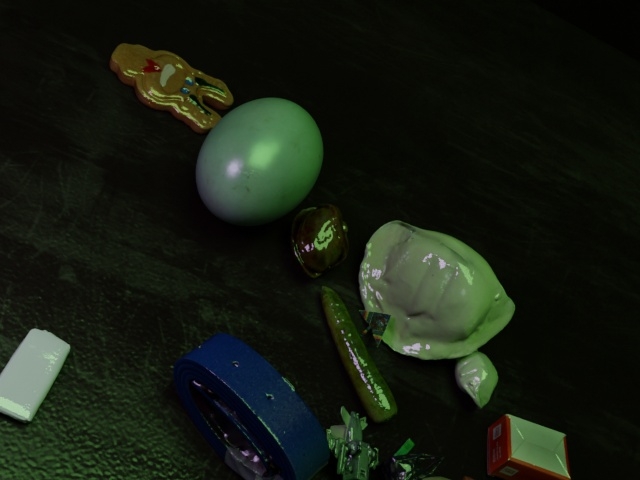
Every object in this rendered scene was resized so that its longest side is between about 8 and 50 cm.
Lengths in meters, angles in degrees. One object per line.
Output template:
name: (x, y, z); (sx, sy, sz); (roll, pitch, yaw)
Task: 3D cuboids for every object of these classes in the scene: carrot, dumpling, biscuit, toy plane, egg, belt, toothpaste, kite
carrot: (0.078, 0.258, 1.932); (0.074, 0.074, 0.358); (-9, 61, -35)
dumpling: (0.392, 0.342, 2.053); (0.134, 0.100, 0.169); (47, 12, -46)
biscuit: (-0.388, -0.409, 2.162); (0.334, 0.047, 0.202); (29, 48, -9)
toy plane: (0.071, 0.489, 1.748); (0.192, 0.088, 0.262); (32, 44, -45)
egg: (-0.142, -0.192, 1.989); (0.276, 0.276, 0.389); (37, 43, -1)
dumpling: (0.258, 0.129, 2.036); (0.395, 0.233, 0.315); (41, 78, 12)
belt: (-0.142, 0.348, 1.640); (0.347, 0.212, 0.117); (45, 46, 11)
toothpaste: (0.182, 0.480, 1.865); (0.020, 0.017, 0.083); (45, 47, 10)
kite: (0.132, 0.203, 2.010); (0.090, 0.004, 0.122); (-34, 48, 1)

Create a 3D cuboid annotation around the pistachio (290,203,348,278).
pistachio: (0.000, 0.000, 2.037); (0.165, 0.130, 0.210); (30, 56, -12)

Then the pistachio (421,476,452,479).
pistachio: (0.302, 0.641, 1.600); (0.365, 0.281, 0.445); (37, 12, -20)

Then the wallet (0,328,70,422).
wallet: (-0.556, 0.254, 1.586); (0.095, 0.033, 0.190); (28, 48, -12)

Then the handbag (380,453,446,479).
handbag: (0.206, 0.485, 1.785); (0.139, 0.115, 0.072); (-17, 72, -16)

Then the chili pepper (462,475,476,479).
chili pepper: (0.386, 0.603, 1.848); (0.192, 0.086, 0.084); (26, 19, 0)

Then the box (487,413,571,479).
box: (0.494, 0.512, 1.973); (0.182, 0.099, 0.133); (21, 46, -14)
